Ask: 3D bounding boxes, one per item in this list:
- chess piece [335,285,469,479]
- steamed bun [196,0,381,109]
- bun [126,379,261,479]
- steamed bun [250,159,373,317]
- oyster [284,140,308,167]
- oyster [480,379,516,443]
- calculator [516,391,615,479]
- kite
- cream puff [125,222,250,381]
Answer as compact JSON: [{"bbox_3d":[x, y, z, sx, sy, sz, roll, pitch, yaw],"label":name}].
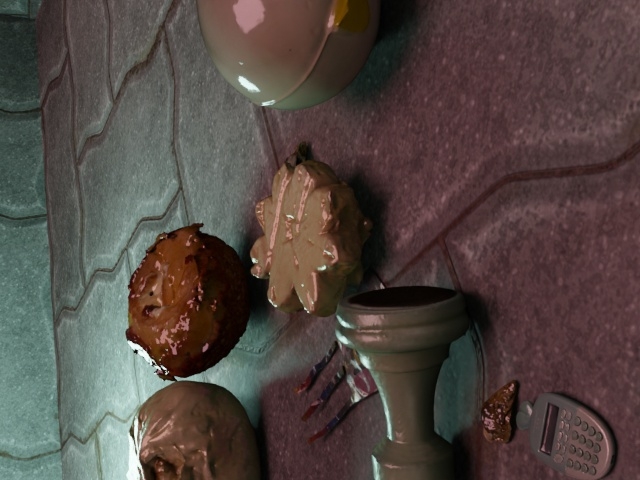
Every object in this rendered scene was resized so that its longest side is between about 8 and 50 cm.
[{"bbox_3d":[0.127,0.227,1.233,0.194,0.194,0.299,6,103,60],"label":"chess piece"},{"bbox_3d":[-0.053,-0.407,1.423,0.334,0.333,0.374,-42,53,51],"label":"steamed bun"},{"bbox_3d":[-0.300,0.476,1.830,0.361,0.213,0.361,-3,85,36],"label":"bun"},{"bbox_3d":[0.000,0.000,1.492,0.295,0.137,0.292,-50,46,39],"label":"steamed bun"},{"bbox_3d":[-0.046,-0.111,1.651,0.108,0.053,0.166,-133,43,-74],"label":"oyster"},{"bbox_3d":[0.245,0.235,1.162,0.051,0.034,0.093,5,89,52],"label":"oyster"},{"bbox_3d":[0.307,0.245,1.063,0.153,0.021,0.095,22,107,57],"label":"calculator"},{"bbox_3d":[0.049,0.220,1.508,0.360,0.022,0.204,-52,46,40],"label":"kite"},{"bbox_3d":[-0.283,0.147,1.866,0.350,0.228,0.351,-20,58,36],"label":"cream puff"}]
